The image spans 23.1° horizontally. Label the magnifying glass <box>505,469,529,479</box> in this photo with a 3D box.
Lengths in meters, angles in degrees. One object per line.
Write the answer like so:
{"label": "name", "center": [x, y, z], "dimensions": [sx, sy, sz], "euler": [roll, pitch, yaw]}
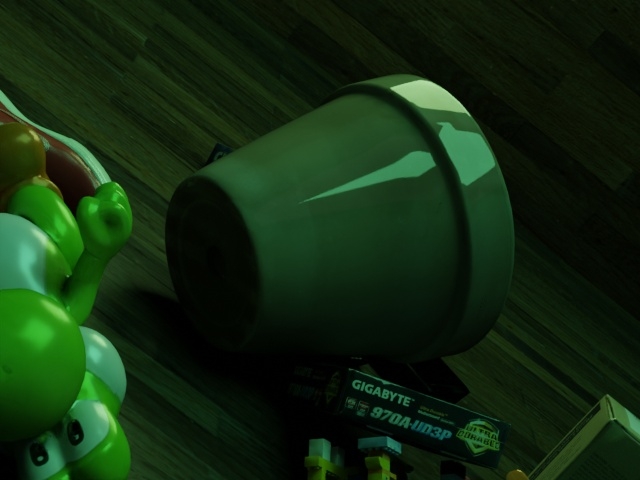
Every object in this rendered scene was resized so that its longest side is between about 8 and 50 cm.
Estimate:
{"label": "magnifying glass", "center": [0.221, 0.311, 1.654], "dimensions": [0.092, 0.026, 0.231], "euler": [55, -12, 39]}

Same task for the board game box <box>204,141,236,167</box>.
{"label": "board game box", "center": [-0.028, -0.055, 2.105], "dimensions": [0.165, 0.042, 0.243], "euler": [29, -2, -39]}

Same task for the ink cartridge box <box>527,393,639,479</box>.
{"label": "ink cartridge box", "center": [0.361, 0.328, 1.832], "dimensions": [0.235, 0.193, 0.088], "euler": [39, 15, -6]}

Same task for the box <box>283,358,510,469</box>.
{"label": "box", "center": [0.072, 0.175, 1.595], "dimensions": [0.175, 0.051, 0.220], "euler": [21, -7, -13]}

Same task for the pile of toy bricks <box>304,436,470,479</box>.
{"label": "pile of toy bricks", "center": [0.071, 0.266, 1.527], "dimensions": [0.212, 0.118, 0.105], "euler": [37, 51, -55]}

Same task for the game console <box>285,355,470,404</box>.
{"label": "game console", "center": [0.041, 0.122, 1.926], "dimensions": [0.213, 0.044, 0.361], "euler": [48, 17, 25]}

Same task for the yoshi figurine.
{"label": "yoshi figurine", "center": [-0.246, 0.042, 1.210], "dimensions": [0.203, 0.203, 0.362], "euler": [12, 32, -38]}

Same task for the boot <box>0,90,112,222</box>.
{"label": "boot", "center": [-0.329, -0.085, 1.546], "dimensions": [0.244, 0.088, 0.176], "euler": [37, 14, 17]}

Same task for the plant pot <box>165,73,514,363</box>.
{"label": "plant pot", "center": [0.000, 0.000, 1.683], "dimensions": [0.280, 0.323, 0.323], "euler": [-14, 50, -34]}
